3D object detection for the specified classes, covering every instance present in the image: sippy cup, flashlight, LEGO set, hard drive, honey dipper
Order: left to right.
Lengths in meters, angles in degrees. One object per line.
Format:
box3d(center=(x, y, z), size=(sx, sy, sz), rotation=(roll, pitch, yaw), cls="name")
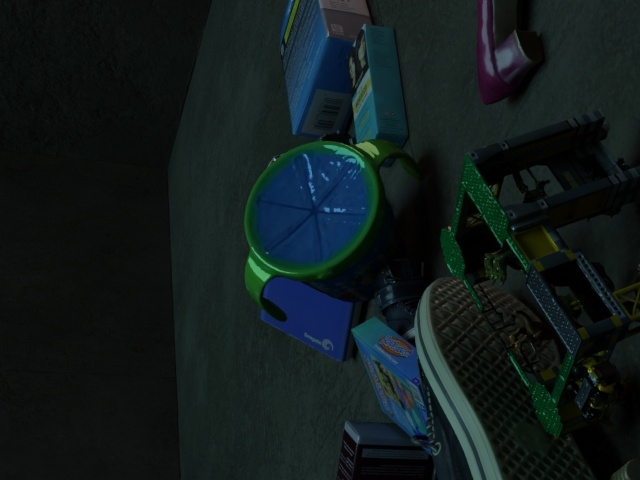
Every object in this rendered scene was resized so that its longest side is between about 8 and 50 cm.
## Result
box3d(center=(-0.015, -0.152, 2.206), size=(0.103, 0.103, 0.304), rotation=(-64, 9, -12), cls="flashlight")
box3d(center=(-0.006, 0.041, 2.022), size=(0.210, 0.040, 0.318), rotation=(25, 119, 32), cls="hard drive")
box3d(center=(0.028, -0.010, 1.776), size=(0.224, 0.305, 0.240), rotation=(43, -145, -56), cls="sippy cup")
box3d(center=(0.281, 0.026, 1.159), size=(0.255, 0.192, 0.331), rotation=(86, 160, -47), cls="LEGO set")
box3d(center=(0.307, 0.279, 1.179), size=(0.160, 0.030, 0.030), rotation=(112, 156, -55), cls="honey dipper")

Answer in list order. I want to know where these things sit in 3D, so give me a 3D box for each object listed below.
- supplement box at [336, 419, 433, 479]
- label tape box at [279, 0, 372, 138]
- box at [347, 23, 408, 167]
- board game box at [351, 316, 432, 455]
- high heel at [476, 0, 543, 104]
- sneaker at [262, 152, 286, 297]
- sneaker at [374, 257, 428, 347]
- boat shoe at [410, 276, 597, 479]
box3d(center=(0.090, 0.402, 1.672), size=(0.073, 0.130, 0.239), rotation=(-147, 64, -70), cls="supplement box")
box3d(center=(0.006, -0.410, 2.222), size=(0.347, 0.115, 0.249), rotation=(-98, 21, -43), cls="label tape box")
box3d(center=(0.100, -0.260, 1.952), size=(0.100, 0.060, 0.244), rotation=(121, 150, -54), cls="box")
box3d(center=(0.130, 0.217, 1.563), size=(0.210, 0.047, 0.160), rotation=(35, 150, 60), cls="board game box")
box3d(center=(0.233, -0.311, 1.501), size=(0.117, 0.082, 0.244), rotation=(-43, 56, 51), cls="high heel")
box3d(center=(-0.082, -0.017, 2.416), size=(0.147, 0.130, 0.330), rotation=(120, 158, -76), cls="sneaker")
box3d(center=(0.145, 0.093, 1.656), size=(0.226, 0.086, 0.163), rotation=(133, 137, -65), cls="sneaker")
box3d(center=(0.198, 0.226, 1.246), size=(0.500, 0.187, 0.156), rotation=(-102, 26, -51), cls="boat shoe")
